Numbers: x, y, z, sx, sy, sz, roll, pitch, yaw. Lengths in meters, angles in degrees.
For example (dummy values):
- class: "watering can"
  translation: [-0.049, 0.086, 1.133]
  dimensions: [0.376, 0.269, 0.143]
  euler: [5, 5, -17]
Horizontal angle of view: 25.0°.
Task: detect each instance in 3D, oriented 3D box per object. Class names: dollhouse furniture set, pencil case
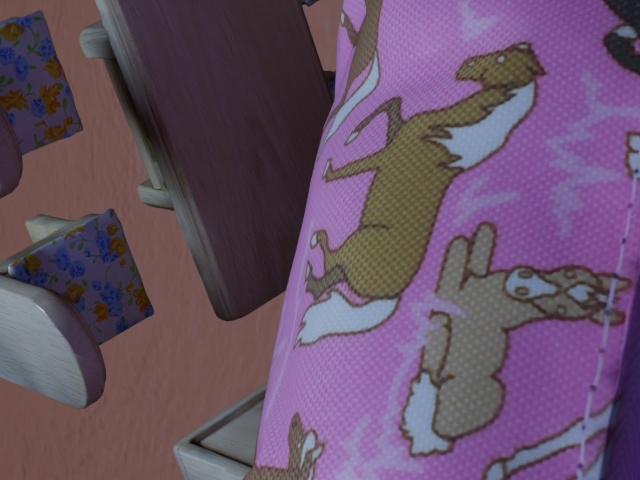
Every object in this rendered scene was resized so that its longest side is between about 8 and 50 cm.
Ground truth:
- class: "dollhouse furniture set"
  translation: [0.000, 0.000, 0.512]
  dimensions: [0.161, 0.212, 0.242]
  euler: [10, 125, 52]
- class: "pencil case"
  translation: [0.058, 0.024, 0.377]
  dimensions: [0.160, 0.167, 0.386]
  euler: [6, 71, 26]
